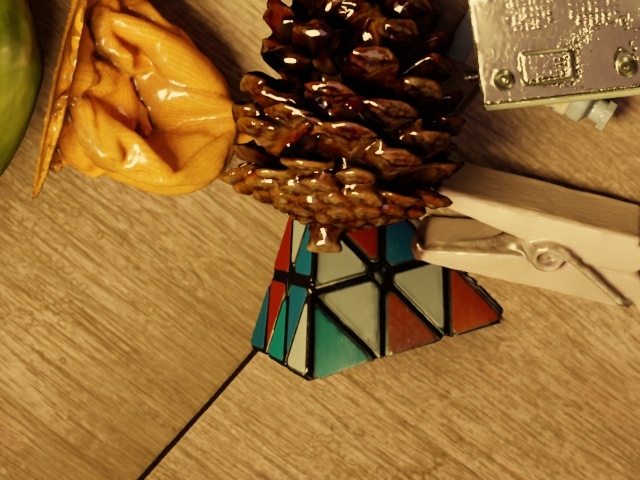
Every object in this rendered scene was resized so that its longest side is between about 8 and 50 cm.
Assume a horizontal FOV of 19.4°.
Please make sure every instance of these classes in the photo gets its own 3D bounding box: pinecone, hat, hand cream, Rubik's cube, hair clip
[{"bbox_3d":[0.028,-0.121,1.744,0.224,0.224,0.272,13,82,7],"label":"pinecone"},{"bbox_3d":[-0.145,-0.135,1.837,0.233,0.233,0.244,13,90,-12],"label":"hat"},{"bbox_3d":[0.204,-0.160,1.792,0.171,0.043,0.065,30,115,0],"label":"hand cream"},{"bbox_3d":[0.000,0.000,1.918,0.250,0.284,0.234,-4,98,52],"label":"Rubik's cube"},{"bbox_3d":[0.256,0.007,1.840,0.331,0.085,0.101,15,121,4],"label":"hair clip"}]

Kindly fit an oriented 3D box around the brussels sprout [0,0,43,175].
[{"bbox_3d":[-0.452,-0.175,1.792,0.361,0.342,0.425,7,126,-21],"label":"brussels sprout"}]

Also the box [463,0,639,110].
[{"bbox_3d":[0.218,-0.259,1.714,0.211,0.045,0.270,-4,105,15],"label":"box"}]
